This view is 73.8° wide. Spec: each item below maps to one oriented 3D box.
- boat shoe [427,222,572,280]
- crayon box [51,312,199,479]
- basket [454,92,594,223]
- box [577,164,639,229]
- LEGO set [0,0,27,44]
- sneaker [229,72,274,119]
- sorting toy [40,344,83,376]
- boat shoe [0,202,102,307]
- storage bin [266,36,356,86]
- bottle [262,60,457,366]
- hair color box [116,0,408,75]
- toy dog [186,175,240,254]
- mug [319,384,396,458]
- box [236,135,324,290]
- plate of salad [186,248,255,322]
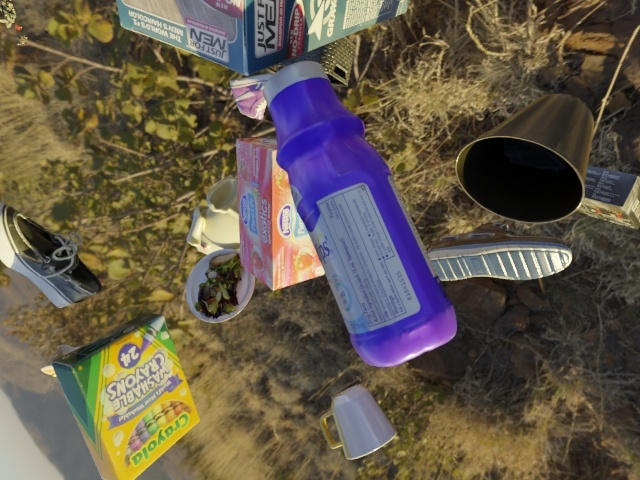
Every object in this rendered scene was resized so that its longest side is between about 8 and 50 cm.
[{"bbox_3d":[0.230,0.009,0.570,0.183,0.066,0.066,-4,136,32],"label":"boat shoe"},{"bbox_3d":[-0.379,0.341,0.885,0.083,0.203,0.322,-3,107,34],"label":"crayon box"},{"bbox_3d":[0.385,-0.159,0.757,0.204,0.227,0.154,26,141,30],"label":"basket"},{"bbox_3d":[0.603,-0.130,1.044,0.307,0.243,0.076,28,99,43],"label":"box"},{"bbox_3d":[-0.509,-0.369,0.707,0.083,0.024,0.054,88,174,-68],"label":"LEGO set"},{"bbox_3d":[-0.203,-0.545,1.610,0.282,0.102,0.161,3,116,32],"label":"sneaker"},{"bbox_3d":[-0.601,0.281,1.015,0.083,0.075,0.044,-104,-8,-67],"label":"sorting toy"},{"bbox_3d":[-0.537,0.033,0.857,0.306,0.105,0.113,86,165,-48],"label":"boat shoe"},{"bbox_3d":[-0.031,-0.388,0.893,0.180,0.122,0.084,17,101,25],"label":"storage bin"},{"bbox_3d":[0.027,-0.029,0.403,0.118,0.092,0.282,116,132,-80],"label":"bottle"},{"bbox_3d":[-0.036,-0.308,0.490,0.174,0.347,0.105,27,136,21],"label":"hair color box"},{"bbox_3d":[-0.367,-0.092,1.664,0.285,0.395,0.408,31,139,-26],"label":"toy dog"},{"bbox_3d":[0.036,0.204,0.481,0.064,0.078,0.062,64,178,13],"label":"mug"},{"bbox_3d":[-0.084,-0.067,0.926,0.154,0.142,0.299,29,124,46],"label":"box"},{"bbox_3d":[-0.264,0.111,1.101,0.200,0.199,0.048,33,171,26],"label":"plate of salad"}]
